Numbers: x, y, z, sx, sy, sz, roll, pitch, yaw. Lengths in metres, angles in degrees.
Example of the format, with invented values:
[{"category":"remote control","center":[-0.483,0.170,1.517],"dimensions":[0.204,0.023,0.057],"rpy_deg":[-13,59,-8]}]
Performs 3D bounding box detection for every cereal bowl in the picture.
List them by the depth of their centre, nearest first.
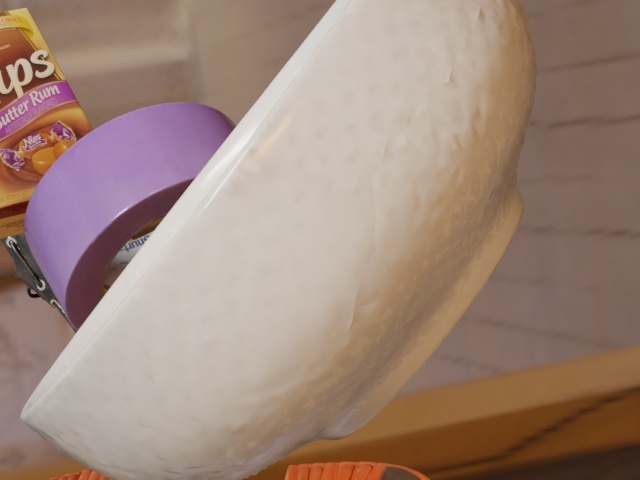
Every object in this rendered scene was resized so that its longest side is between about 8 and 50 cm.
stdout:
[{"category":"cereal bowl","center":[0.000,0.000,0.994],"dimensions":[0.141,0.339,0.339],"rpy_deg":[39,166,-5]}]

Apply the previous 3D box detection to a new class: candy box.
[{"category":"candy box","center":[-0.254,-0.097,1.568],"dimensions":[0.186,0.109,0.053],"rpy_deg":[59,147,24]}]

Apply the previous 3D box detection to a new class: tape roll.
[{"category":"tape roll","center":[-0.127,-0.012,1.489],"dimensions":[0.080,0.189,0.189],"rpy_deg":[57,156,31]}]

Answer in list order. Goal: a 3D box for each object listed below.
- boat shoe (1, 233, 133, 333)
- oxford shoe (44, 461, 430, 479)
[{"category":"boat shoe","center":[-0.299,0.005,2.150],"dimensions":[0.113,0.127,0.340],"rpy_deg":[-25,101,34]},{"category":"oxford shoe","center":[-0.092,0.249,1.443],"dimensions":[0.130,0.364,0.132],"rpy_deg":[-72,-20,-66]}]
